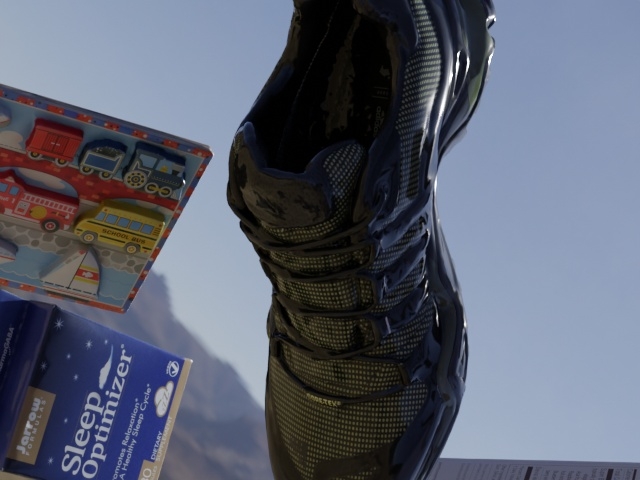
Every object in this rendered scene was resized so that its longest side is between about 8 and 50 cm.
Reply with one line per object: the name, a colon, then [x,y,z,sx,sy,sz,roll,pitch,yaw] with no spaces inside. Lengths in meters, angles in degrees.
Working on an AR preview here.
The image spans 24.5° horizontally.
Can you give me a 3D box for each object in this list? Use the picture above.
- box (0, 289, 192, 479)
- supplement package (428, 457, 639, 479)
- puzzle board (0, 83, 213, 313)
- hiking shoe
box: [-0.199,0.134,1.204,0.036,0.136,0.225,8,-13,36]
supplement package: [0.213,0.278,1.068,0.175,0.293,0.177,-57,141,-58]
puzzle board: [-0.121,-0.017,0.602,0.128,0.096,0.011,16,34,-24]
hiking shoe: [0.000,0.000,0.539,0.086,0.227,0.114,5,0,33]
